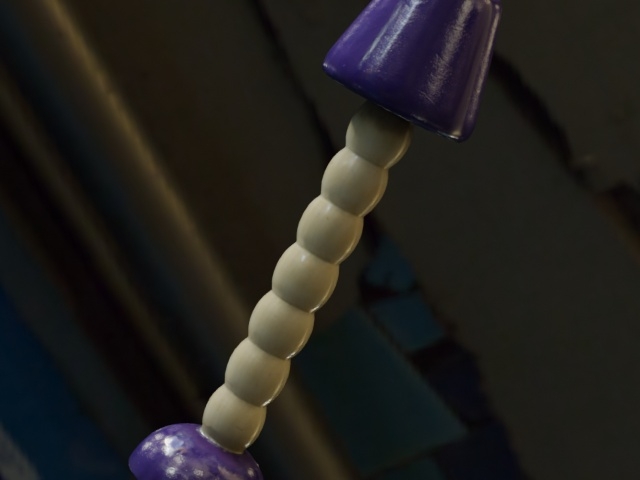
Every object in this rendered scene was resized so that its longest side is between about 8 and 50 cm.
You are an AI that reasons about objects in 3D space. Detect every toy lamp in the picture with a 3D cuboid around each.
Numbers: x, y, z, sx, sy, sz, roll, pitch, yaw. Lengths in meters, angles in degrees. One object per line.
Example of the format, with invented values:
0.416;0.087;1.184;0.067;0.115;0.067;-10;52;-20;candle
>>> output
0.000;0.000;0.815;0.080;0.275;0.080;29;-172;-4;toy lamp
